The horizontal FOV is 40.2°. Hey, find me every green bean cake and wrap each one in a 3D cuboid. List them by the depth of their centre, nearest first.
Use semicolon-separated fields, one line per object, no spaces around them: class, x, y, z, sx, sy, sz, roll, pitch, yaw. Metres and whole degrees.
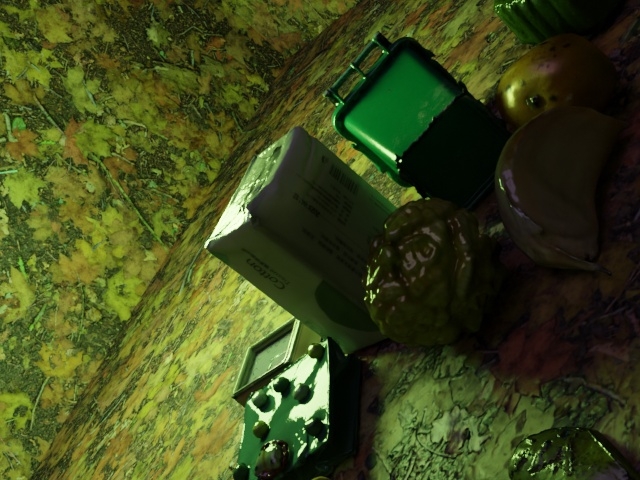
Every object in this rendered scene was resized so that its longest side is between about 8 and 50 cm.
green bean cake;0.504;-0.529;1.769;0.247;0.156;0.250;-56;20;-13

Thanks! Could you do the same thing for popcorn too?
popcorn;0.182;0.050;1.366;0.212;0.259;0.259;4;52;37

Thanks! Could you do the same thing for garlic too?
garlic;0.350;-0.071;1.315;0.196;0.151;0.339;-13;38;36

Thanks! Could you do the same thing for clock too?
clock;-0.087;0.253;1.780;0.192;0.071;0.147;-36;24;35

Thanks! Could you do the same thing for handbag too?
handbag;-0.051;0.318;1.535;0.268;0.100;0.274;-38;22;29

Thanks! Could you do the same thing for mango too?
mango;0.398;-0.268;1.524;0.191;0.160;0.290;-42;10;15

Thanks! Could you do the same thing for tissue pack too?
tissue pack;-0.001;0.001;1.613;0.193;0.356;0.266;-30;27;46

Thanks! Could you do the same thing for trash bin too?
trash bin;0.202;-0.230;1.725;0.259;0.295;0.381;-48;25;7

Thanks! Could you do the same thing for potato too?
potato;0.280;0.259;0.984;0.119;0.054;0.198;-50;19;-6

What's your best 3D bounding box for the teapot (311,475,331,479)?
teapot;-0.066;0.468;1.236;0.203;0.167;0.311;8;36;37
